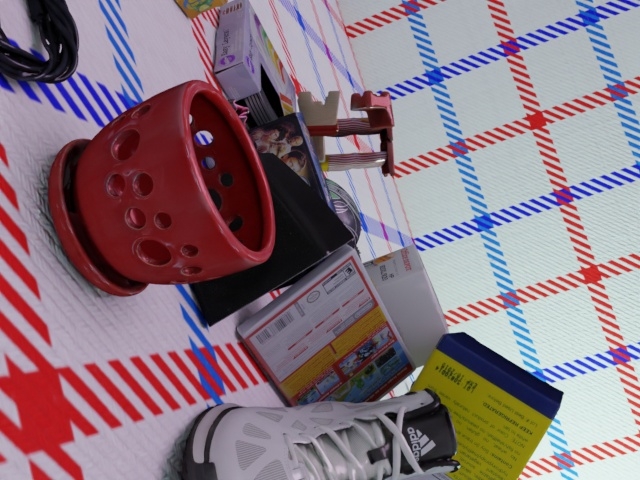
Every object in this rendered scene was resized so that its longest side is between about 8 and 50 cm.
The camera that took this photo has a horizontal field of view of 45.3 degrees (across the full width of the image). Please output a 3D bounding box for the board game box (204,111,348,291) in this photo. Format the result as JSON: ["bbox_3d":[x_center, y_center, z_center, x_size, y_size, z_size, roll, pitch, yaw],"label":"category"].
[{"bbox_3d":[-0.066,-0.053,1.171,0.042,0.165,0.243,-23,94,-76],"label":"board game box"}]

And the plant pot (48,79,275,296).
[{"bbox_3d":[-0.160,-0.042,0.765,0.191,0.174,0.191,-19,90,-77],"label":"plant pot"}]

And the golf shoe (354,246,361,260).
[{"bbox_3d":[0.000,0.000,1.553,0.120,0.105,0.273,11,54,-54],"label":"golf shoe"}]

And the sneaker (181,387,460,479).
[{"bbox_3d":[0.025,0.244,0.927,0.447,0.257,0.169,19,54,-73],"label":"sneaker"}]

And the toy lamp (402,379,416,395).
[{"bbox_3d":[0.248,0.409,1.969,0.274,0.080,0.080,-4,76,-78],"label":"toy lamp"}]

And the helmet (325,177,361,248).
[{"bbox_3d":[-0.012,-0.033,1.357,0.169,0.161,0.170,-19,90,-76],"label":"helmet"}]

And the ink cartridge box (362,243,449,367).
[{"bbox_3d":[0.099,0.138,1.376,0.171,0.232,0.168,-85,154,-75],"label":"ink cartridge box"}]

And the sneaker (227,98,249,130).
[{"bbox_3d":[-0.142,-0.204,1.305,0.119,0.057,0.047,42,30,-66],"label":"sneaker"}]

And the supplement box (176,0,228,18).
[{"bbox_3d":[-0.224,-0.505,1.344,0.080,0.078,0.234,46,27,-60],"label":"supplement box"}]

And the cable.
[{"bbox_3d":[-0.299,-0.238,0.755,0.150,0.047,0.185,45,30,-61],"label":"cable"}]

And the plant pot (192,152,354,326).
[{"bbox_3d":[-0.089,-0.016,1.037,0.167,0.188,0.187,58,14,1],"label":"plant pot"}]

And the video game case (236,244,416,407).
[{"bbox_3d":[0.020,0.167,1.169,0.025,0.204,0.285,38,-18,52],"label":"video game case"}]

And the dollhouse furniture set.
[{"bbox_3d":[0.057,-0.202,1.543,0.374,0.201,0.152,-121,-152,-86],"label":"dollhouse furniture set"}]

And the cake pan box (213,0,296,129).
[{"bbox_3d":[-0.122,-0.309,1.507,0.267,0.070,0.246,-93,157,-47],"label":"cake pan box"}]

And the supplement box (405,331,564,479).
[{"bbox_3d":[0.199,0.342,1.188,0.194,0.357,0.195,32,5,19],"label":"supplement box"}]
